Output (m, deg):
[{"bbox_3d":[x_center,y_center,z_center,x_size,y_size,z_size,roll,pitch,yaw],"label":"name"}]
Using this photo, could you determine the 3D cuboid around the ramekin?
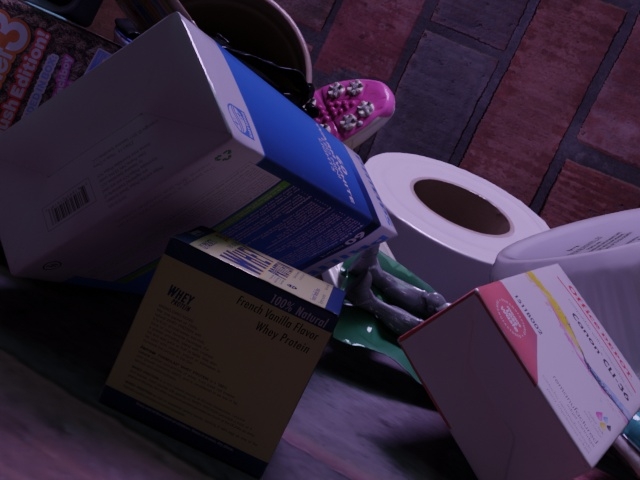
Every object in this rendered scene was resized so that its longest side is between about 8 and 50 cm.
[{"bbox_3d":[0.286,0.049,0.718,0.273,0.127,0.273,-15,5,1],"label":"ramekin"}]

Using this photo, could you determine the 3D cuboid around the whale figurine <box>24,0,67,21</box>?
[{"bbox_3d":[-0.507,-0.355,1.412,0.216,0.141,0.272,17,12,-48],"label":"whale figurine"}]

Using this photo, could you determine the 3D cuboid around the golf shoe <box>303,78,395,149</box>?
[{"bbox_3d":[-0.003,-0.155,1.236,0.140,0.306,0.115,31,42,-51],"label":"golf shoe"}]

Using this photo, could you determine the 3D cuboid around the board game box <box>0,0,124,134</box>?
[{"bbox_3d":[-0.320,-0.173,0.773,0.232,0.141,0.291,31,9,38],"label":"board game box"}]

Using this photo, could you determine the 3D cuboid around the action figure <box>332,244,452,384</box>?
[{"bbox_3d":[0.120,0.087,0.598,0.232,0.063,0.137,33,34,-11],"label":"action figure"}]

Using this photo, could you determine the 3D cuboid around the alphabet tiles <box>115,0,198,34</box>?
[{"bbox_3d":[-0.172,-0.231,0.762,0.198,0.009,0.237,53,-11,-25],"label":"alphabet tiles"}]

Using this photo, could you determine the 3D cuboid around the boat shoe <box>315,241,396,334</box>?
[{"bbox_3d":[0.003,0.003,0.755,0.109,0.091,0.305,37,21,-24],"label":"boat shoe"}]

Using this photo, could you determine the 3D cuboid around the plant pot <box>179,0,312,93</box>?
[{"bbox_3d":[-0.193,-0.276,1.432,0.323,0.323,0.280,24,-9,-6],"label":"plant pot"}]

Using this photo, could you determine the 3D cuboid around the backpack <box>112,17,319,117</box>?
[{"bbox_3d":[-0.194,-0.211,1.127,0.277,0.213,0.263,34,12,38],"label":"backpack"}]

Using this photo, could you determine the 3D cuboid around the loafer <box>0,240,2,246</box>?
[{"bbox_3d":[-0.159,-0.027,0.571,0.084,0.096,0.267,44,14,-4],"label":"loafer"}]

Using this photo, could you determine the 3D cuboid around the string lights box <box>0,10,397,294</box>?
[{"bbox_3d":[-0.058,-0.023,0.473,0.076,0.133,0.260,66,15,17],"label":"string lights box"}]

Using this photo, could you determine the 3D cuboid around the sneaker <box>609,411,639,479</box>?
[{"bbox_3d":[0.336,0.182,0.556,0.276,0.109,0.107,25,8,4],"label":"sneaker"}]

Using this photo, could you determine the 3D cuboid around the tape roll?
[{"bbox_3d":[0.172,-0.007,1.026,0.286,0.100,0.286,18,27,-9],"label":"tape roll"}]

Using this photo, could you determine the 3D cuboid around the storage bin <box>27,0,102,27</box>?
[{"bbox_3d":[-0.266,-0.267,0.729,0.135,0.098,0.091,25,-3,0],"label":"storage bin"}]

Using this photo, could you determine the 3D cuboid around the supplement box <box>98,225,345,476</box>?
[{"bbox_3d":[-0.043,0.048,0.361,0.083,0.083,0.056,25,8,1],"label":"supplement box"}]

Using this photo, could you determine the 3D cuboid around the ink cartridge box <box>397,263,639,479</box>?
[{"bbox_3d":[0.147,0.082,0.507,0.198,0.067,0.115,-8,63,-57],"label":"ink cartridge box"}]
